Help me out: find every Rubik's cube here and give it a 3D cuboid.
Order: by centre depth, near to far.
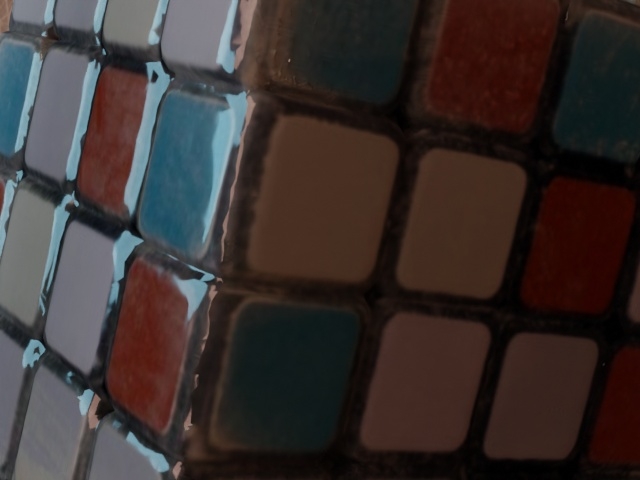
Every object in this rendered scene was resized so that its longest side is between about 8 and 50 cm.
[{"bbox_3d":[0.001,0.001,0.533,0.259,0.256,0.253,20,99,55],"label":"Rubik's cube"}]

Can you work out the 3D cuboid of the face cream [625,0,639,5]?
[{"bbox_3d":[0.165,-0.220,0.582,0.137,0.084,0.341,33,111,54],"label":"face cream"}]
